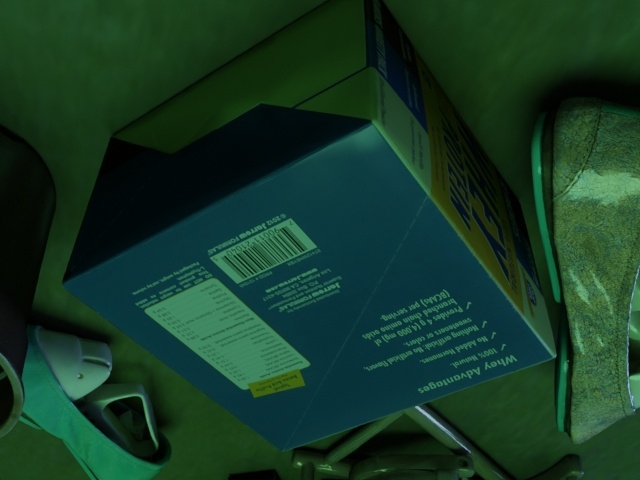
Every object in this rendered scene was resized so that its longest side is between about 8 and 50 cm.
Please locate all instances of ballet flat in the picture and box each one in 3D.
[{"bbox_3d":[-0.200,0.130,0.673,0.087,0.083,0.247,-30,131,-3],"label":"ballet flat"},{"bbox_3d":[0.206,0.044,0.535,0.106,0.107,0.316,2,138,22],"label":"ballet flat"}]

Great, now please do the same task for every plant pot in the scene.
[{"bbox_3d":[-0.243,0.016,0.487,0.167,0.165,0.167,1,135,1],"label":"plant pot"}]

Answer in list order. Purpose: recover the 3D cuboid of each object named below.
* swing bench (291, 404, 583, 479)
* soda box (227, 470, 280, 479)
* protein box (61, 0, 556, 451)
[{"bbox_3d":[0.115,0.302,0.701,0.255,0.253,0.165,27,130,-22],"label":"swing bench"},{"bbox_3d":[-0.065,0.316,0.778,0.053,0.168,0.060,-10,134,10],"label":"soda box"},{"bbox_3d":[0.000,0.000,0.483,0.200,0.136,0.201,-25,129,24],"label":"protein box"}]
